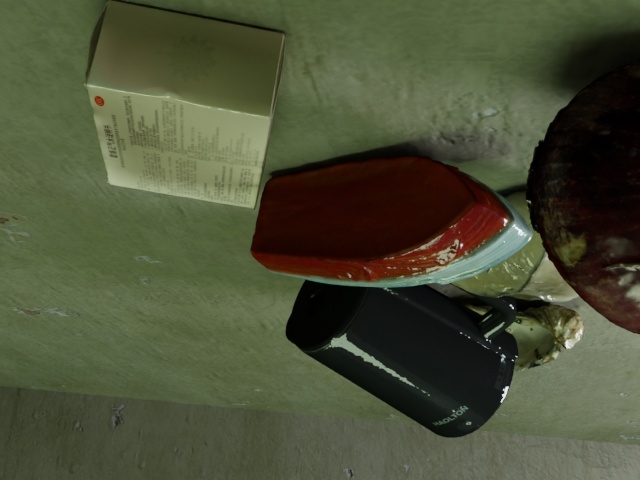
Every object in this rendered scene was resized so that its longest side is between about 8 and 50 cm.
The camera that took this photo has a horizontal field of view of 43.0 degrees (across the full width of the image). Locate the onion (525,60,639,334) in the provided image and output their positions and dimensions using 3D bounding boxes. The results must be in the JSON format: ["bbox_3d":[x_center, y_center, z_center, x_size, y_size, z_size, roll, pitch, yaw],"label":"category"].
[{"bbox_3d":[0.298,-0.036,0.700,0.246,0.246,0.190,11,169,-12],"label":"onion"}]

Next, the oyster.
[{"bbox_3d":[0.300,0.147,1.408,0.294,0.094,0.166,11,143,18],"label":"oyster"}]

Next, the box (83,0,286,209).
[{"bbox_3d":[-0.131,-0.122,0.798,0.168,0.095,0.212,8,159,-6],"label":"box"}]

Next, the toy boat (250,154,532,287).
[{"bbox_3d":[0.081,-0.012,0.945,0.332,0.145,0.133,-2,158,39],"label":"toy boat"}]

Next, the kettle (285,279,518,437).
[{"bbox_3d":[0.139,0.149,1.224,0.308,0.203,0.262,32,158,-27],"label":"kettle"}]

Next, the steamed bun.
[{"bbox_3d":[0.251,0.026,1.047,0.212,0.110,0.231,-5,155,34],"label":"steamed bun"}]
